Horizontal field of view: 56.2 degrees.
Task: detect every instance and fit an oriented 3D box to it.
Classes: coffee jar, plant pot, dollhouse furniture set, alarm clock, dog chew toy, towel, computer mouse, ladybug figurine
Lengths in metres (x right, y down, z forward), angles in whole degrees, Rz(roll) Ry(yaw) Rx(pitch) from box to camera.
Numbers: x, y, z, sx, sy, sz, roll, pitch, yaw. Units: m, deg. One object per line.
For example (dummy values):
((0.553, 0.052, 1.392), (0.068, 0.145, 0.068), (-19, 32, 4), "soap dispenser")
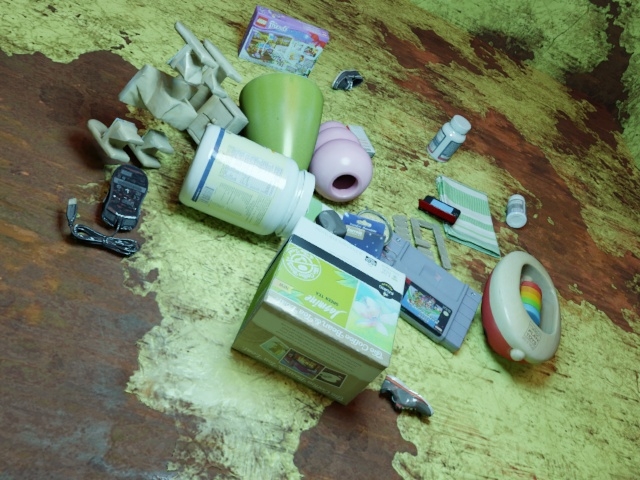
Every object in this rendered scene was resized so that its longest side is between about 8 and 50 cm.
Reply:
((0.000, 0.000, 1.689), (0.079, 0.184, 0.096), (-5, 55, -37), "coffee jar")
((-0.120, -0.321, 1.877), (0.274, 0.275, 0.294), (11, 61, -26), "plant pot")
((-0.415, -0.413, 1.683), (0.256, 0.362, 0.394), (52, 16, 16), "dollhouse furniture set")
((0.161, -0.010, 1.805), (0.129, 0.064, 0.192), (-29, 73, -39), "alarm clock")
((0.055, -0.280, 1.985), (0.206, 0.207, 0.332), (15, 38, -22), "dog chew toy")
((0.557, -0.100, 2.267), (0.248, 0.038, 0.325), (20, 44, -18), "towel")
((-0.539, -0.085, 1.507), (0.184, 0.060, 0.262), (15, 57, -28), "computer mouse")
((0.624, 0.220, 1.897), (0.305, 0.162, 0.449), (48, 39, -9), "ladybug figurine")

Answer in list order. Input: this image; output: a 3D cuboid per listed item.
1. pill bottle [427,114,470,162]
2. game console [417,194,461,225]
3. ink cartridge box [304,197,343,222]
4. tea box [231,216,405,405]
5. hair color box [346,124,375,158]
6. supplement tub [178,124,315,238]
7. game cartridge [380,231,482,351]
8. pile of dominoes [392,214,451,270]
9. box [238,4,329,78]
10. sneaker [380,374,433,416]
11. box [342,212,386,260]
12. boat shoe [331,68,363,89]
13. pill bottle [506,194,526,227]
((0.523, -0.413, 2.424), (0.108, 0.180, 0.108), (19, 44, -19), "pill bottle")
((0.428, -0.123, 2.136), (0.144, 0.085, 0.124), (29, 50, 15), "game console")
((0.004, -0.049, 1.803), (0.209, 0.062, 0.109), (31, 40, -23), "ink cartridge box")
((0.006, 0.174, 1.506), (0.329, 0.220, 0.323), (29, 42, -8), "tea box")
((0.143, -0.365, 2.230), (0.072, 0.043, 0.141), (1, 51, -33), "hair color box")
((-0.203, -0.154, 1.659), (0.325, 0.235, 0.235), (22, 43, -15), "supplement tub")
((0.309, 0.153, 1.823), (0.355, 0.068, 0.230), (36, 48, 0), "game cartridge")
((0.331, 0.013, 2.027), (0.196, 0.040, 0.251), (16, 37, -15), "pile of dominoes")
((-0.142, -0.745, 2.273), (0.293, 0.201, 0.057), (12, 47, -25), "box")
((0.220, 0.419, 1.560), (0.158, 0.061, 0.065), (37, 68, 2), "sneaker")
((0.104, 0.041, 1.721), (0.136, 0.036, 0.225), (16, 84, -10), "box")
((0.115, -0.654, 2.456), (0.065, 0.075, 0.206), (39, 37, 8), "boat shoe")
((0.788, -0.120, 2.409), (0.078, 0.078, 0.137), (30, 41, -7), "pill bottle")
